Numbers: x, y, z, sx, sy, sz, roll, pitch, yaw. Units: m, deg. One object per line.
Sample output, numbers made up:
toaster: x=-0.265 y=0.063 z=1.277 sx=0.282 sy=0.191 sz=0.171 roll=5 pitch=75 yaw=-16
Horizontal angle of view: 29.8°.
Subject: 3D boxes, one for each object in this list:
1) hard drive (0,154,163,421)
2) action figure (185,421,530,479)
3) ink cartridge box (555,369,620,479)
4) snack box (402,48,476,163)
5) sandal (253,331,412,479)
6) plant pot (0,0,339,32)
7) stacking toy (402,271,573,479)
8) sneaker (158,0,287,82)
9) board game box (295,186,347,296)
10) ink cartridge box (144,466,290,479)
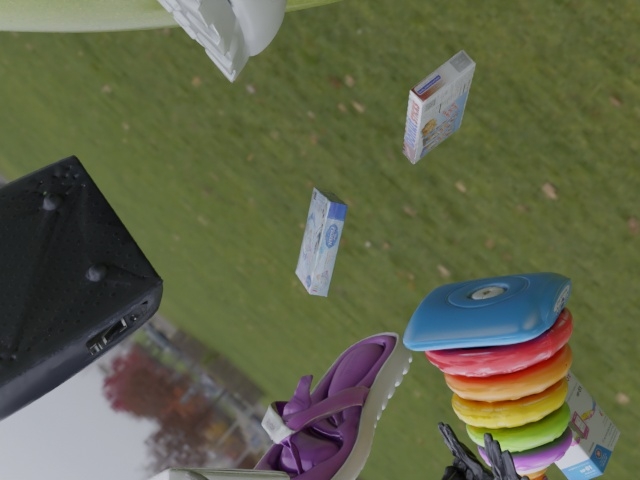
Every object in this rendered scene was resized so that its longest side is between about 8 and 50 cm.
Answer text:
hard drive: x=-0.247 y=0.056 z=0.833 sx=0.172 sy=0.255 sz=0.054 roll=49 pitch=163 yaw=38
action figure: x=-0.033 y=0.179 z=0.555 sx=0.141 sy=0.276 sz=0.164 roll=60 pitch=171 yaw=-11
ink cartridge box: x=0.318 y=0.235 z=1.538 sx=0.122 sy=0.088 sz=0.052 roll=49 pitch=132 yaw=-7
snack box: x=0.112 y=-0.125 z=1.158 sx=0.022 sy=0.064 sz=0.178 roll=49 pitch=172 yaw=12
sandal: x=-0.008 y=0.213 z=1.496 sx=0.102 sy=0.169 sz=0.416 roll=60 pitch=-153 yaw=-11
plant pot: x=-0.113 y=-0.272 z=0.908 sx=0.293 sy=0.275 sz=0.275 roll=12 pitch=165 yaw=10
stacking toy: x=0.216 y=0.195 z=1.330 sx=0.166 sy=0.175 sz=0.302 roll=-7 pitch=105 yaw=27
sneaker: x=-0.037 y=-0.134 z=0.385 sx=0.090 sy=0.095 sz=0.235 roll=42 pitch=171 yaw=18
board game box: x=0.000 y=0.000 z=1.155 sx=0.020 sy=0.090 sz=0.090 roll=12 pitch=-171 yaw=-12
ink cartridge box: x=-0.125 y=0.335 z=1.148 sx=0.117 sy=0.207 sz=0.283 roll=7 pitch=162 yaw=-17
